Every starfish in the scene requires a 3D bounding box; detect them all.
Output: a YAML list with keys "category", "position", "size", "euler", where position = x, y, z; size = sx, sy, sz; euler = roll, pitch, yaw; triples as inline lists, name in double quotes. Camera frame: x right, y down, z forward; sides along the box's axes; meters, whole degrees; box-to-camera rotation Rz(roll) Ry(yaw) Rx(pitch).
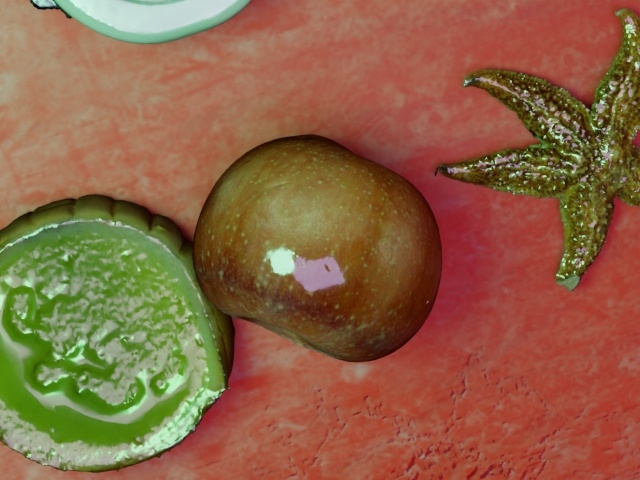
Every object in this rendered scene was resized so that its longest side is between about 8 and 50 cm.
- category: "starfish"
  position: [0.217, -0.076, 1.329]
  size: [0.227, 0.043, 0.240]
  euler: [14, 100, -11]

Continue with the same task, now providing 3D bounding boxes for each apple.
- category: "apple"
  position: [0.000, 0.000, 1.241]
  size: [0.201, 0.201, 0.162]
  euler: [24, 82, -12]

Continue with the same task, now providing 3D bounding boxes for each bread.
- category: "bread"
  position: [-0.184, 0.078, 1.306]
  size: [0.236, 0.070, 0.236]
  euler: [-2, 103, -6]

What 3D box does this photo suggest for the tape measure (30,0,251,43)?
- category: "tape measure"
  position: [-0.067, -0.281, 1.209]
  size: [0.351, 0.098, 0.215]
  euler: [-18, 104, 1]
